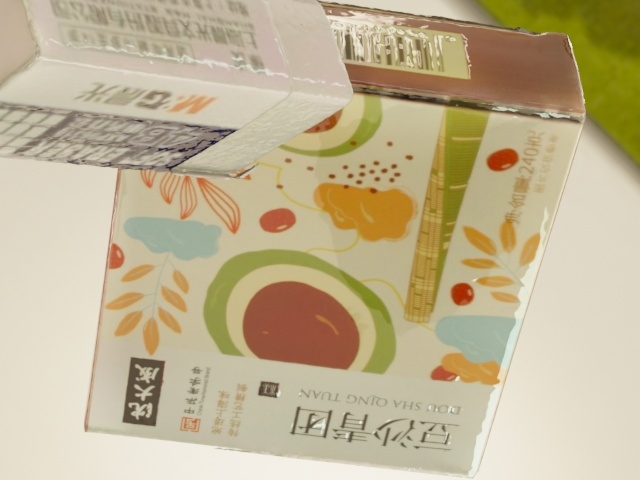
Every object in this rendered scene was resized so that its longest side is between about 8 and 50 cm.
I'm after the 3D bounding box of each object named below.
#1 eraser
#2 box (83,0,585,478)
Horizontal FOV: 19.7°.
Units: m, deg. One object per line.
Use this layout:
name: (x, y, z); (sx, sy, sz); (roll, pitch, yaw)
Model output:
eraser: (-0.118, -0.105, 1.125); (0.130, 0.086, 0.287); (-32, 160, 32)
box: (0.000, 0.000, 1.504); (0.122, 0.345, 0.385); (-92, -168, -54)
